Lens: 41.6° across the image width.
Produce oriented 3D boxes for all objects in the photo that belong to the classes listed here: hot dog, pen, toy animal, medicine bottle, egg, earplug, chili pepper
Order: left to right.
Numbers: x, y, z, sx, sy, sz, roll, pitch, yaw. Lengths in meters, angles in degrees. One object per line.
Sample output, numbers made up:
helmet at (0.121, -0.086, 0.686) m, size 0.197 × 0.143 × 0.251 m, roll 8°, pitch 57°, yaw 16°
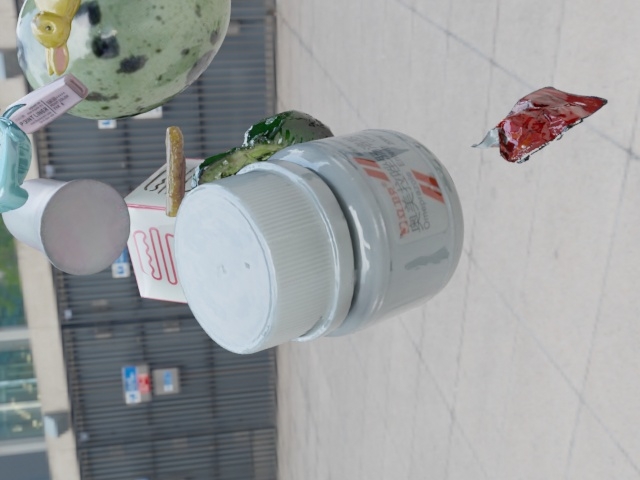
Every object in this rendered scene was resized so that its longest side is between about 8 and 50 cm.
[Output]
pen at (-0.418, -0.195, 1.247) m, size 0.197 × 0.053 × 0.032 m, roll -18°, pitch 42°, yaw 38°
earplug at (-0.504, -0.048, 1.578) m, size 0.301 × 0.172 × 0.172 m, roll 14°, pitch 111°, yaw 47°
toy animal at (-0.375, -0.315, 1.195) m, size 0.083 × 0.070 × 0.159 m, roll 12°, pitch 94°, yaw 48°
egg at (-0.333, -0.362, 1.447) m, size 0.287 × 0.379 × 0.288 m, roll -16°, pitch -90°, yaw -84°
hot dog at (-0.335, -0.159, 1.949) m, size 0.066 × 0.047 × 0.216 m, roll -129°, pitch 40°, yaw -64°
chili pepper at (-0.108, -0.142, 1.476) m, size 0.148 × 0.264 × 0.116 m, roll 54°, pitch 180°, yaw -42°
medicine bottle at (0.000, 0.000, 1.042) m, size 0.245 × 0.306 × 0.245 m, roll 21°, pitch 119°, yaw 43°

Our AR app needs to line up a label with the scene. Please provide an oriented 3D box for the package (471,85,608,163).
package at (0.461, -0.257, 1.820) m, size 0.194 × 0.269 × 0.071 m, roll 41°, pitch 164°, yaw 46°

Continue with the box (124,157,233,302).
box at (-0.322, -0.029, 2.293) m, size 0.314 × 0.300 × 0.312 m, roll -53°, pitch -37°, yaw -52°

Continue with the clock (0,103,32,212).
clock at (-0.403, -0.107, 1.050) m, size 0.045 × 0.108 × 0.147 m, roll 25°, pitch -118°, yaw -54°
